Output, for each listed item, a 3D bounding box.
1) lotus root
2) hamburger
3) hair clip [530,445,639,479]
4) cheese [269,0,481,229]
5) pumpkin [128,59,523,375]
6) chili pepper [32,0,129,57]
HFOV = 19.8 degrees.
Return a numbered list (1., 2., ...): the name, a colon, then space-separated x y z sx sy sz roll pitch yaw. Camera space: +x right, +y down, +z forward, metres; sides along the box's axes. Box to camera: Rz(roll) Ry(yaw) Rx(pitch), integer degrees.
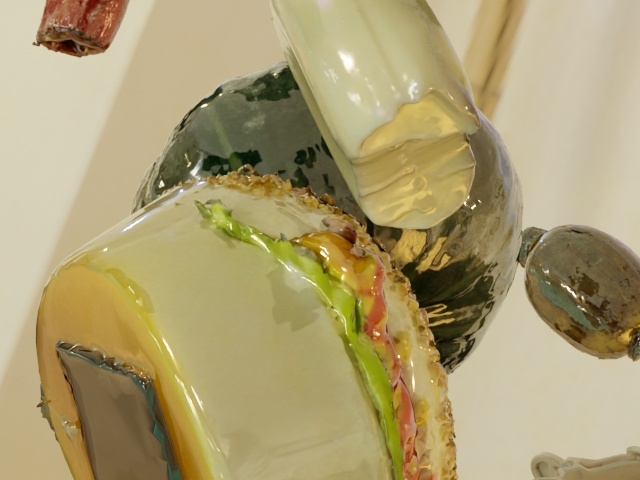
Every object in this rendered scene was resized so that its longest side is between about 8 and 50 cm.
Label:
1. lotus root: 0.279 0.046 1.918 0.209 0.120 0.120 42 17 34
2. hamburger: -0.038 0.097 1.087 0.179 0.276 0.294 -23 16 -29
3. hair clip: 0.277 0.184 1.518 0.226 0.034 0.072 -11 16 7
4. cheese: 0.012 -0.114 0.963 0.163 0.070 0.249 66 -2 -53
5. pumpkin: 0.000 0.000 1.345 0.300 0.300 0.207 17 31 -37
6. chili pepper: -0.185 -0.211 1.486 0.070 0.123 0.073 14 -14 2
